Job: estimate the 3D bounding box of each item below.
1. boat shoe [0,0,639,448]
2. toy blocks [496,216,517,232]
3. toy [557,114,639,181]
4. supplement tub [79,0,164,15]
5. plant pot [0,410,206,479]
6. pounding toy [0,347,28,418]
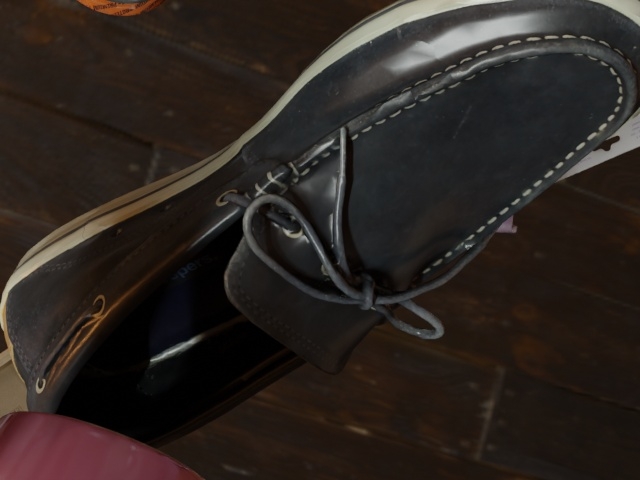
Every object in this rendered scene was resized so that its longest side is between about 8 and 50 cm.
[{"bbox_3d":[0.000,0.000,0.908,0.500,0.156,0.187,-28,134,20],"label":"boat shoe"},{"bbox_3d":[0.254,-0.134,1.539,0.260,0.288,0.309,7,96,7],"label":"toy blocks"},{"bbox_3d":[0.183,-0.173,1.160,0.137,0.056,0.237,-23,89,-8],"label":"toy"},{"bbox_3d":[-0.229,-0.429,1.709,0.193,0.316,0.193,6,57,-10],"label":"supplement tub"},{"bbox_3d":[-0.139,0.195,0.718,0.201,0.201,0.180,30,62,-20],"label":"plant pot"},{"bbox_3d":[-0.382,0.182,1.574,0.181,0.094,0.206,-36,84,-21],"label":"pounding toy"}]
